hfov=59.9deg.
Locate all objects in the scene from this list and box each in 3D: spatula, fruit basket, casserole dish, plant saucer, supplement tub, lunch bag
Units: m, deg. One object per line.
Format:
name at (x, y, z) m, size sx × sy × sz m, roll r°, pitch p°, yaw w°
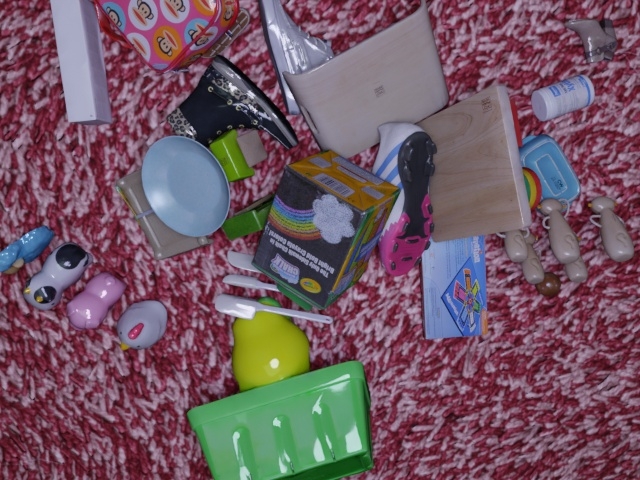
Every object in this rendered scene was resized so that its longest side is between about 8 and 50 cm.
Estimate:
spatula at (-0.089, 0.106, 1.165) m, size 0.241 × 0.168 × 0.019 m, roll 13°, pitch 130°, yaw -8°
fruit basket at (-0.084, 0.319, 1.169) m, size 0.391 × 0.283 × 0.392 m, roll -5°, pitch 56°, yaw 7°
casserole dish at (0.495, -0.143, 1.211) m, size 0.114 × 0.037 × 0.188 m, roll -32°, pitch 99°, yaw 2°
plant saucer at (-0.244, -0.103, 1.039) m, size 0.194 × 0.037 × 0.195 m, roll 9°, pitch 116°, yaw 20°
supplement tub at (0.511, -0.301, 1.173) m, size 0.107 × 0.071 × 0.071 m, roll -20°, pitch 98°, yaw -1°
lunch bag at (-0.325, -0.474, 1.060) m, size 0.258 × 0.120 × 0.293 m, roll -33°, pitch 99°, yaw 29°

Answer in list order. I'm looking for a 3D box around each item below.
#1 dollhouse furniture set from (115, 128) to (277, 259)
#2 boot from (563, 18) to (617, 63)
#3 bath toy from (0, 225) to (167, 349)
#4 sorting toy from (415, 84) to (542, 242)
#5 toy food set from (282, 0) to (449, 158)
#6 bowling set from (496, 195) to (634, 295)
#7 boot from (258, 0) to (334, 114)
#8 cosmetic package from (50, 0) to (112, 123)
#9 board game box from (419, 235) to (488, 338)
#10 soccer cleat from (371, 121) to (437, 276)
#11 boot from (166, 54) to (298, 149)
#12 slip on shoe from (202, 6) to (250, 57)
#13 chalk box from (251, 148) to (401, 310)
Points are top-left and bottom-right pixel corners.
dollhouse furniture set at (-0.238, -0.097, 1.152) m, size 0.301 × 0.151 × 0.198 m, roll -16°, pitch 105°, yaw 29°
boot at (0.571, -0.420, 1.176) m, size 0.118 × 0.042 × 0.087 m, roll -1°, pitch 100°, yaw -2°
bath toy at (-0.485, 0.118, 1.149) m, size 0.348 × 0.129 × 0.151 m, roll 35°, pitch 94°, yaw -7°
sorting toy at (0.310, -0.139, 1.093) m, size 0.089 × 0.257 × 0.256 m, roll -9°, pitch 88°, yaw -27°
toy food set at (0.101, -0.317, 1.113) m, size 0.306 × 0.092 × 0.220 m, roll -28°, pitch 134°, yaw 2°
bowling set at (0.487, 0.013, 1.198) m, size 0.286 × 0.200 × 0.154 m, roll 2°, pitch 55°, yaw -7°
boot at (-0.041, -0.395, 1.131) m, size 0.123 × 0.095 × 0.258 m, roll -18°, pitch 106°, yaw -7°
cosmetic package at (-0.473, -0.354, 1.102) m, size 0.060 × 0.099 × 0.239 m, roll -6°, pitch 97°, yaw -3°
board game box at (0.293, 0.075, 1.233) m, size 0.145 × 0.027 × 0.282 m, roll -4°, pitch 97°, yaw -1°
soccer cleat at (0.164, -0.089, 1.161) m, size 0.116 × 0.143 × 0.331 m, roll -12°, pitch 122°, yaw -25°
boot at (-0.179, -0.237, 1.146) m, size 0.178 × 0.085 × 0.236 m, roll -42°, pitch 108°, yaw 13°
slip on shoe at (-0.199, -0.426, 1.138) m, size 0.135 × 0.041 × 0.051 m, roll -37°, pitch 116°, yaw 20°
chalk box at (0.000, 0.000, 1.087) m, size 0.180 × 0.179 × 0.289 m, roll 32°, pitch 121°, yaw 16°
